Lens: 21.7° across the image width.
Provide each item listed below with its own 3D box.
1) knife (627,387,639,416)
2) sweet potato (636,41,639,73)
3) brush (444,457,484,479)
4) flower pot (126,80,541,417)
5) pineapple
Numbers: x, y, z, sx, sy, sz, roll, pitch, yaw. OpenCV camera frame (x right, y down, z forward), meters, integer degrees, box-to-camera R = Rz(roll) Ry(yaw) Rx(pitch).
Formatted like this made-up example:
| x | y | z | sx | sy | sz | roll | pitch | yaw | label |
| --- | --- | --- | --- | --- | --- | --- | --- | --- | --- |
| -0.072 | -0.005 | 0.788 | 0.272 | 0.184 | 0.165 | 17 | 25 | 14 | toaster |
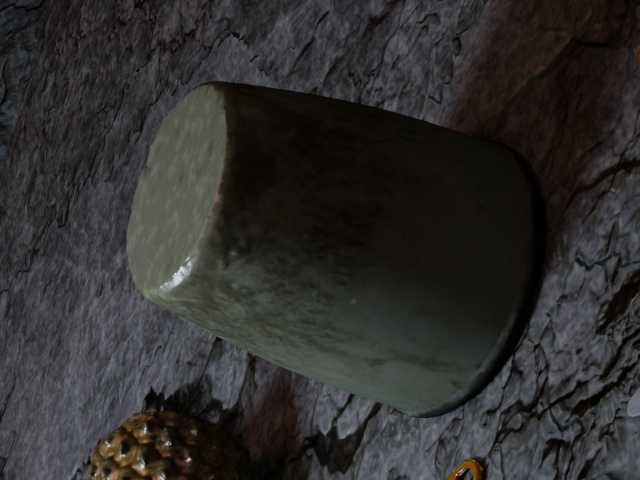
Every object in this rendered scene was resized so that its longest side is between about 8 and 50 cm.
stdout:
| x | y | z | sx | sy | sz | roll | pitch | yaw | label |
| --- | --- | --- | --- | --- | --- | --- | --- | --- | --- |
| 0.318 | 0.105 | 1.309 | 0.244 | 0.032 | 0.058 | -18 | 61 | 63 | knife |
| 0.313 | -0.089 | 1.409 | 0.050 | 0.050 | 0.214 | -47 | 42 | 40 | sweet potato |
| 0.069 | 0.308 | 1.657 | 0.314 | 0.017 | 0.090 | -49 | 35 | 36 | brush |
| 0.000 | 0.000 | 1.630 | 0.293 | 0.330 | 0.293 | -38 | 44 | 49 | flower pot |
| -0.152 | 0.365 | 1.835 | 0.202 | 0.202 | 0.362 | -51 | 35 | 35 | pineapple |
